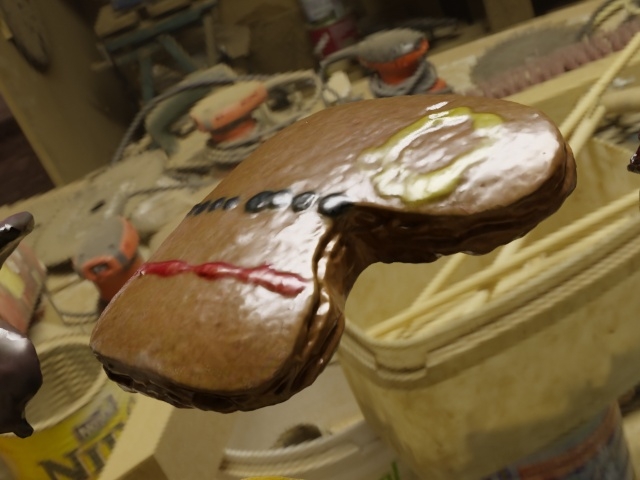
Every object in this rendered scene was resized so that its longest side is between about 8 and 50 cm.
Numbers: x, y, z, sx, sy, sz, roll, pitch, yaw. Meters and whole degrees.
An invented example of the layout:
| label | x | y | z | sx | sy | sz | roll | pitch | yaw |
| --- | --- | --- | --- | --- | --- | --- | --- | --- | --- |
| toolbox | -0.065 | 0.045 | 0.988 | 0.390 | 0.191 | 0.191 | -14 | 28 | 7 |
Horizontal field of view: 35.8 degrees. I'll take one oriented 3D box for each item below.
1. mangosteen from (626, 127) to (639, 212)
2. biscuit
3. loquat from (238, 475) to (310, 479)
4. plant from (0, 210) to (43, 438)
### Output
| label | x | y | z | sx | sy | sz | roll | pitch | yaw |
| --- | --- | --- | --- | --- | --- | --- | --- | --- | --- |
| mangosteen | 0.441 | -0.048 | 0.955 | 0.287 | 0.233 | 0.288 | 0 | 68 | 0 |
| biscuit | -0.001 | -0.001 | 0.619 | 0.262 | 0.052 | 0.277 | 11 | 51 | 50 |
| loquat | -0.033 | 0.280 | 0.739 | 0.213 | 0.213 | 0.213 | -18 | 31 | 11 |
| plant | -0.283 | 0.024 | 0.595 | 0.204 | 0.233 | 0.178 | 173 | 112 | -69 |
